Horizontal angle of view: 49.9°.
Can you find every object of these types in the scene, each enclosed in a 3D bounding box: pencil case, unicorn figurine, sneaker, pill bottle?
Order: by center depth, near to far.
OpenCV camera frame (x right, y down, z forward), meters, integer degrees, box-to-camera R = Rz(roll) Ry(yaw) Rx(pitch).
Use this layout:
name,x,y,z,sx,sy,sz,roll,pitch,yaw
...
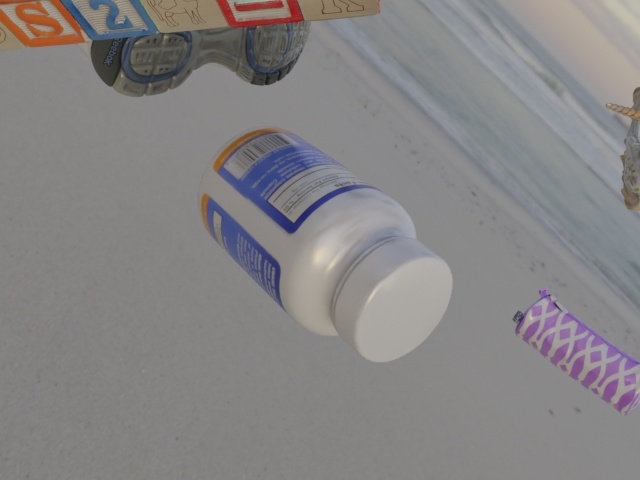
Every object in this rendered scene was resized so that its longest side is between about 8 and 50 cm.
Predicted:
name,x,y,z,sx,sy,sz,roll,pitch,yaw
unicorn figurine,0.217,-0.071,0.429,0.111,0.060,0.162,-68,151,-24
pill bottle,0.000,0.000,0.693,0.152,0.152,0.272,19,15,-46
sneaker,-0.128,-0.234,0.731,0.129,0.111,0.297,39,35,29
pencil case,0.383,0.158,0.995,0.206,0.088,0.086,39,26,27

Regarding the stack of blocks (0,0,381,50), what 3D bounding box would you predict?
name,x,y,z,sx,sy,sz,roll,pitch,yaw
stack of blocks,-0.127,-0.184,0.331,0.171,0.297,0.087,59,31,-66
